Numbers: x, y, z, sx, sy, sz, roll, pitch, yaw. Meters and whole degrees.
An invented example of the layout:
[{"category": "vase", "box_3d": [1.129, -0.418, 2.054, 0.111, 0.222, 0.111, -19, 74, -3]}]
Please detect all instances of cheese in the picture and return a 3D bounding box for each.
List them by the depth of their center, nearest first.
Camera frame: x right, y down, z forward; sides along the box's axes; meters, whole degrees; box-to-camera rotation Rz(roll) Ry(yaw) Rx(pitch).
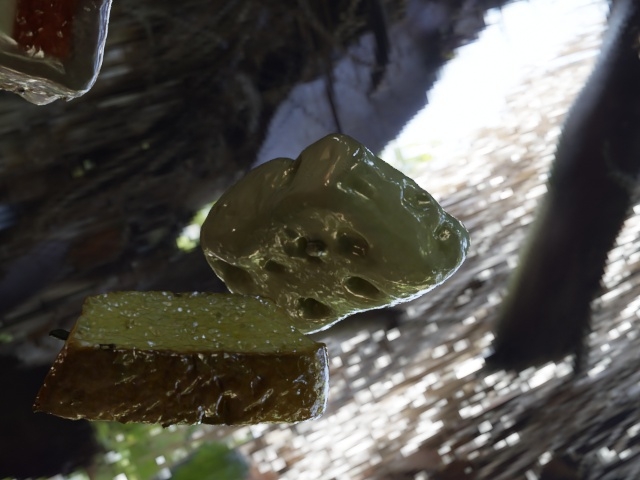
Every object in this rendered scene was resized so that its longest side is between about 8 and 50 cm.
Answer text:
[{"category": "cheese", "box_3d": [-0.001, 0.001, 1.312, 0.159, 0.093, 0.263, 44, -31, -17]}]

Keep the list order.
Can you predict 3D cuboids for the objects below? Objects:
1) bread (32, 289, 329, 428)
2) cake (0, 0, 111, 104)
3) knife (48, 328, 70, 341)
[{"category": "bread", "box_3d": [-0.088, 0.076, 0.952, 0.103, 0.187, 0.065, -123, -141, -64]}, {"category": "cake", "box_3d": [-0.327, -0.308, 1.543, 0.230, 0.237, 0.308, 178, -77, -67]}, {"category": "knife", "box_3d": [-0.178, 0.116, 1.563, 0.222, 0.045, 0.021, 14, -70, 18]}]
